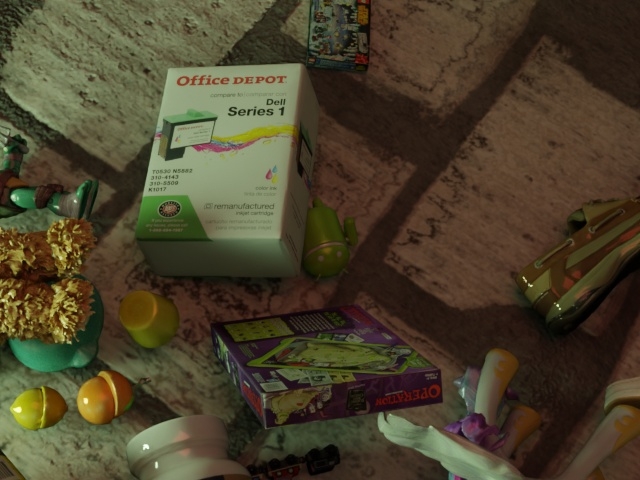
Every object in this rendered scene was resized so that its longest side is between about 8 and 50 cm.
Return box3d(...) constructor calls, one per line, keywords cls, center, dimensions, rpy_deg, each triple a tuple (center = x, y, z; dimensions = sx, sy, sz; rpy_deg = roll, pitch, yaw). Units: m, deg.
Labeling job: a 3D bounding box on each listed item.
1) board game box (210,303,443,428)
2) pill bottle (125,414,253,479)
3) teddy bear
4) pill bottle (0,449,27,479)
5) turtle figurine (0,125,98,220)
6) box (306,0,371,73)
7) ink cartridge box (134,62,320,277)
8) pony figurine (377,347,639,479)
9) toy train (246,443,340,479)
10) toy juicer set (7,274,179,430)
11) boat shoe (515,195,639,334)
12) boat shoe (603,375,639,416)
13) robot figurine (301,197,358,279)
box3d(cls="board game box", center=(-0.004, 0.145, 1.634), dimensions=(0.208, 0.347, 0.056), rpy_deg=(-11, 102, -12))
box3d(cls="pill bottle", center=(-0.138, 0.350, 1.584), dimensions=(0.153, 0.153, 0.265), rpy_deg=(-13, 65, -16))
box3d(cls="teddy bear", center=(-0.431, 0.061, 1.648), dimensions=(0.338, 0.113, 0.245), rpy_deg=(6, 72, 15))
box3d(cls="pill bottle", center=(-0.347, 0.395, 1.505), dimensions=(0.188, 0.188, 0.334), rpy_deg=(-38, 73, -25))
box3d(cls="turtle figurine", center=(-0.421, -0.082, 1.795), dimensions=(0.234, 0.118, 0.175), rpy_deg=(16, 20, -3))
box3d(cls="box", center=(0.028, -0.321, 2.044), dimensions=(0.094, 0.027, 0.137), rpy_deg=(6, 61, -7))
box3d(cls="ink cartridge box", center=(-0.120, -0.096, 1.817), dimensions=(0.201, 0.117, 0.278), rpy_deg=(0, 60, 12))
box3d(cls="pony figurine", center=(0.214, 0.304, 1.623), dimensions=(0.351, 0.303, 0.363), rpy_deg=(24, 43, 3))
box3d(cls="toy train", center=(-0.049, 0.293, 1.704), dimensions=(0.158, 0.027, 0.036), rpy_deg=(-12, 75, -16))
box3d(cls="toy juicer set", center=(-0.355, 0.134, 1.713), dimensions=(0.329, 0.089, 0.209), rpy_deg=(14, 76, 17))
box3d(cls="boat shoe", center=(0.403, -0.007, 1.888), dimensions=(0.324, 0.122, 0.120), rpy_deg=(-38, 71, -26))
box3d(cls="boat shoe", center=(0.496, 0.187, 1.816), dimensions=(0.277, 0.098, 0.096), rpy_deg=(-2, 62, -21))
box3d(cls="robot figurine", center=(0.000, 0.000, 1.844), dimensions=(0.101, 0.067, 0.115), rpy_deg=(-15, 64, -7))
